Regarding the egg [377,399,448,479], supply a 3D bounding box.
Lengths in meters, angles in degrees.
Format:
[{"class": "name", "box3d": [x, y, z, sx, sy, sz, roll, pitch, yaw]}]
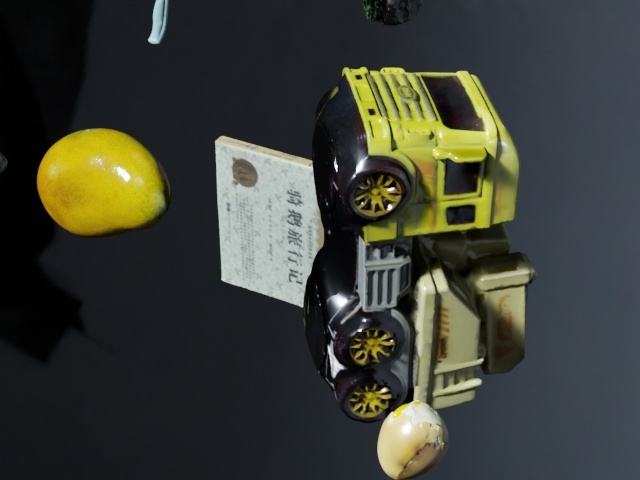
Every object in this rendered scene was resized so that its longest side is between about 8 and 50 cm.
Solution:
[{"class": "egg", "box3d": [0.094, 0.211, 1.360, 0.083, 0.071, 0.071, -51, -2, 18]}]

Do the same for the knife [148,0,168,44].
[{"class": "knife", "box3d": [-0.222, -0.361, 1.843, 0.028, 0.015, 0.210, -25, 49, 38]}]

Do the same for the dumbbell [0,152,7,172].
[{"class": "dumbbell", "box3d": [-0.421, -0.060, 1.565, 0.118, 0.046, 0.052, -56, 10, 18]}]

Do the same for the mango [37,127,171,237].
[{"class": "mango", "box3d": [-0.214, -0.059, 1.300, 0.089, 0.163, 0.111, -25, -80, -49]}]

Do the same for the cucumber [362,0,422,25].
[{"class": "cucumber", "box3d": [0.083, -0.354, 1.426, 0.074, 0.074, 0.241, -59, -24, -48]}]

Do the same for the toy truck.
[{"class": "toy truck", "box3d": [0.111, 0.011, 1.433, 0.181, 0.254, 0.405, -110, 15, -54]}]

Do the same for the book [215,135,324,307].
[{"class": "book", "box3d": [0.000, 0.000, 1.664, 0.021, 0.310, 0.217, -40, -41, -48]}]
